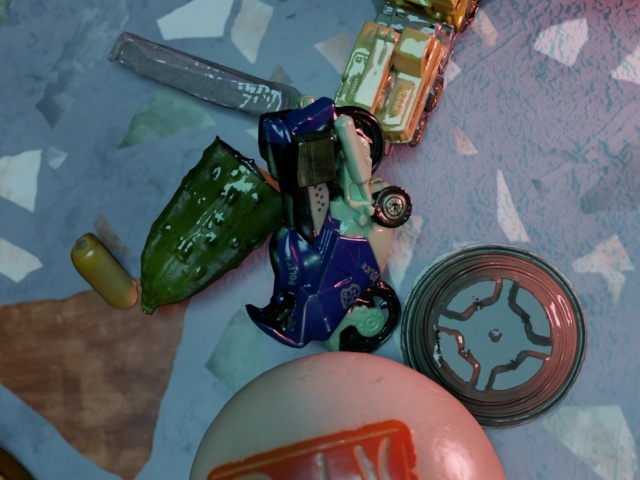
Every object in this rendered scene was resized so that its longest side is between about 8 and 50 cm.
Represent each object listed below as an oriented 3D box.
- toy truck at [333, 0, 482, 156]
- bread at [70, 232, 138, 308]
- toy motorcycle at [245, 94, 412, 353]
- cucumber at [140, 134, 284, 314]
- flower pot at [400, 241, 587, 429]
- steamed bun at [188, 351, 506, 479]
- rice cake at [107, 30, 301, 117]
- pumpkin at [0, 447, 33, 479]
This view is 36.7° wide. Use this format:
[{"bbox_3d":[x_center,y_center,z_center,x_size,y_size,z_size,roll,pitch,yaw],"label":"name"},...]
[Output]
[{"bbox_3d":[0.103,-0.247,1.179,0.124,0.157,0.272,23,88,9],"label":"toy truck"},{"bbox_3d":[-0.285,0.040,1.261,0.049,0.103,0.062,-38,36,-8],"label":"bread"},{"bbox_3d":[0.000,0.000,1.122,0.196,0.125,0.331,-17,117,-20],"label":"toy motorcycle"},{"bbox_3d":[-0.149,-0.003,1.206,0.134,0.134,0.244,40,95,10],"label":"cucumber"},{"bbox_3d":[0.202,0.110,1.134,0.235,0.140,0.235,-1,83,10],"label":"flower pot"},{"bbox_3d":[0.019,0.312,1.053,0.374,0.241,0.374,1,95,19],"label":"steamed bun"},{"bbox_3d":[-0.153,-0.214,1.267,0.270,0.049,0.055,19,108,10],"label":"rice cake"},{"bbox_3d":[-0.424,0.344,1.213,0.131,0.126,0.248,-41,99,-6],"label":"pumpkin"}]
